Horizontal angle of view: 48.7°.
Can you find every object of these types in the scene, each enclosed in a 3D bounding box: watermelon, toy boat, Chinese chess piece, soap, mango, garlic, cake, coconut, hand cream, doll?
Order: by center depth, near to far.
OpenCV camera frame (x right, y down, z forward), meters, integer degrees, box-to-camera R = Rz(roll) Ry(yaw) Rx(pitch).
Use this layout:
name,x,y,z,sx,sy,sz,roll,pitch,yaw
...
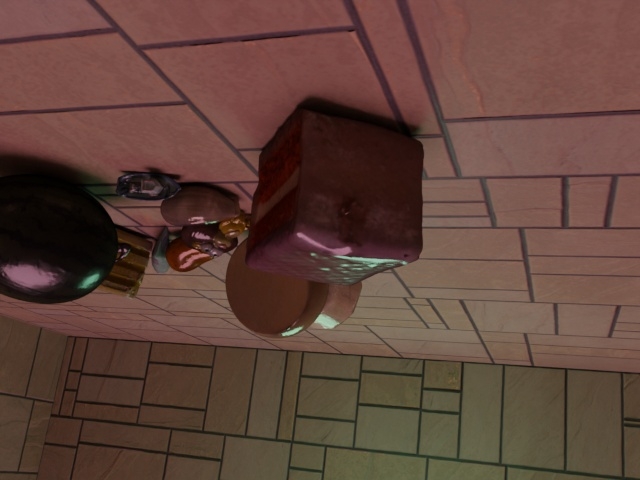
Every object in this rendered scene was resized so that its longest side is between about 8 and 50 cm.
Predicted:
name,x,y,z,sx,sy,sz,roll,pitch,yaw
cake,0.015,-0.058,1.209,0.230,0.237,0.309,14,163,-21
toy boat,-0.358,-0.111,1.469,0.140,0.059,0.066,3,180,4
watermelon,-0.604,0.000,1.552,0.359,0.279,0.279,20,159,-35
garlic,-0.285,-0.067,1.556,0.198,0.091,0.128,-9,170,29
doll,-0.252,-0.019,1.684,0.145,0.096,0.188,8,154,-30
Chinese chess piece,-0.106,0.104,1.721,0.273,0.273,0.102,-4,179,31
soap,-0.587,0.038,1.855,0.089,0.174,0.274,2,163,43
coconut,-0.001,0.131,1.861,0.224,0.224,0.234,-1,161,23
mango,-0.340,0.022,1.865,0.159,0.084,0.105,-25,137,19
hand cream,-0.438,0.038,1.962,0.058,0.085,0.331,23,164,-9
